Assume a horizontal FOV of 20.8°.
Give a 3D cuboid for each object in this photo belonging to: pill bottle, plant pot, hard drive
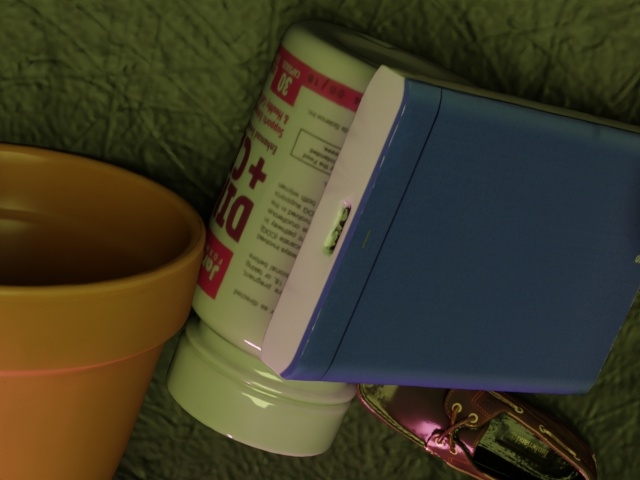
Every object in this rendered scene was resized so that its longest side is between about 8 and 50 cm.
[{"bbox_3d":[0.000,0.000,1.250,0.160,0.160,0.283,21,104,-6],"label":"pill bottle"},{"bbox_3d":[-0.235,0.069,1.210,0.291,0.291,0.203,8,110,-2],"label":"plant pot"},{"bbox_3d":[0.120,0.005,1.210,0.318,0.040,0.210,7,111,-45],"label":"hard drive"}]

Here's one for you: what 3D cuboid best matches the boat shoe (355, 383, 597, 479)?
[{"bbox_3d":[0.120,0.141,1.336,0.207,0.073,0.073,23,106,-5],"label":"boat shoe"}]
